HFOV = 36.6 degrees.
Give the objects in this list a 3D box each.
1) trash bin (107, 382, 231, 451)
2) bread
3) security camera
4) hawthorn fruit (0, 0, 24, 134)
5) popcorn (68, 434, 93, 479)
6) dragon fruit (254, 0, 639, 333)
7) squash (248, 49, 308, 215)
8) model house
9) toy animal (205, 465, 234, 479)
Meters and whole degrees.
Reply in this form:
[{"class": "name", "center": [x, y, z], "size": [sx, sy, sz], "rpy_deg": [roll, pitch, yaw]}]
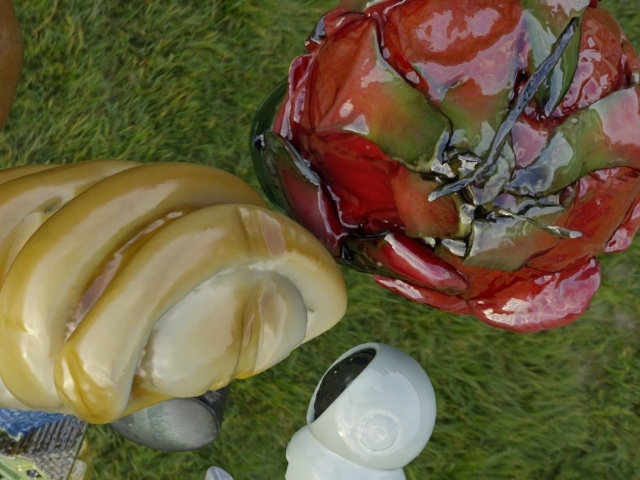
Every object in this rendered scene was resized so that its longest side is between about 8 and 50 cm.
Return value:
[{"class": "trash bin", "center": [-0.237, 0.180, 1.656], "size": [0.203, 0.252, 0.301], "rpy_deg": [38, 40, -25]}, {"class": "bread", "center": [-0.152, 0.020, 0.525], "size": [0.173, 0.311, 0.121], "rpy_deg": [-16, 102, -52]}, {"class": "security camera", "center": [0.070, 0.264, 1.389], "size": [0.194, 0.194, 0.236], "rpy_deg": [21, 102, -18]}, {"class": "hawthorn fruit", "center": [-0.487, -0.211, 1.088], "size": [0.277, 0.298, 0.277], "rpy_deg": [0, 89, 10]}, {"class": "popcorn", "center": [-0.605, 0.413, 1.838], "size": [0.354, 0.344, 0.390], "rpy_deg": [25, 68, -5]}, {"class": "dragon fruit", "center": [0.089, -0.045, 0.534], "size": [0.234, 0.293, 0.234], "rpy_deg": [-2, 116, -4]}, {"class": "squash", "center": [0.038, -0.105, 0.877], "size": [0.218, 0.218, 0.172], "rpy_deg": [-53, 128, -10]}, {"class": "model house", "center": [-0.428, 0.251, 1.323], "size": [0.214, 0.189, 0.195], "rpy_deg": [57, 30, -31]}, {"class": "toy animal", "center": [-0.081, 0.297, 0.784], "size": [0.104, 0.131, 0.221], "rpy_deg": [-26, 141, -18]}]
